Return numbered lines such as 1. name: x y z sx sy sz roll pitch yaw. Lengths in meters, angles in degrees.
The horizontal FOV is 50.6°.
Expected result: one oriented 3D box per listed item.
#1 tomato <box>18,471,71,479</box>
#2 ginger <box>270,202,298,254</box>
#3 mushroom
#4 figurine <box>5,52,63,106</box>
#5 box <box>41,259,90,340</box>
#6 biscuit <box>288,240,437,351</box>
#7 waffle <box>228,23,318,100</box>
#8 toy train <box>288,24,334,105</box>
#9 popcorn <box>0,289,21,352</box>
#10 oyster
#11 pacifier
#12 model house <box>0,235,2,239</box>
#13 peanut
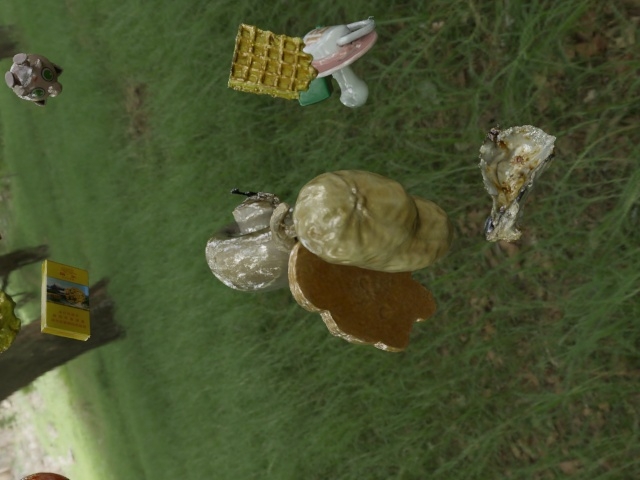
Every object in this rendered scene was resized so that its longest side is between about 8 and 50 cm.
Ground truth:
1. tomato: -0.571 0.592 1.400 0.232 0.188 0.232 56 -166 -21
2. ginger: -0.006 0.008 1.642 0.149 0.258 0.065 115 178 -50
3. mushroom: -0.155 -0.017 1.908 0.362 0.362 0.295 12 120 66
4. figurine: -0.743 -0.421 1.761 0.138 0.125 0.125 26 -144 -62
5. box: -0.473 0.110 1.257 0.023 0.086 0.155 -46 44 30
6. biscuit: 0.096 0.101 1.476 0.051 0.375 0.270 -36 42 52
7. waffle: -0.107 -0.426 1.633 0.055 0.210 0.161 130 148 -71
8. toy train: -0.033 -0.657 2.541 0.429 0.178 0.249 -69 -39 -65
9. popcorn: -0.908 0.226 1.815 0.155 0.197 0.198 -30 -72 -66
10. oyster: 0.501 -0.149 1.726 0.197 0.337 0.133 -4 146 32
11. pacifier: 0.049 -0.541 2.036 0.332 0.220 0.273 23 114 59
12. model house: -0.811 -0.087 1.537 0.207 0.153 0.294 -80 -18 -65
13. peanut: 0.110 -0.034 1.280 0.192 0.387 0.170 -38 58 33
